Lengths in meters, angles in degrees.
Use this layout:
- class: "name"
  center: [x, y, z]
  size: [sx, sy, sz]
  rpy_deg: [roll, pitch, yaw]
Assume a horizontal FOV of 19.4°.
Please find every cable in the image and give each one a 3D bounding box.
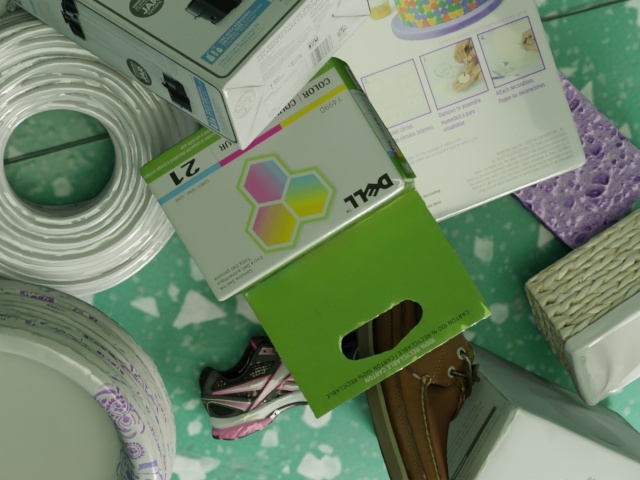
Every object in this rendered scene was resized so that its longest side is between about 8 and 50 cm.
- class: "cable"
  center: [-0.228, -0.076, 1.646]
  size: [0.257, 0.089, 0.257]
  rpy_deg: [-46, 110, -1]

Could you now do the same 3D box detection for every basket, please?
- class: "basket"
  center: [0.291, 0.058, 1.798]
  size: [0.167, 0.103, 0.113]
  rpy_deg: [-32, 144, -5]

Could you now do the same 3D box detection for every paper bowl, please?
- class: "paper bowl"
  center: [-0.267, 0.167, 1.638]
  size: [0.284, 0.148, 0.284]
  rpy_deg: [3, 117, 5]

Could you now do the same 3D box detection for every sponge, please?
- class: "sponge"
  center: [0.218, -0.090, 1.795]
  size: [0.210, 0.031, 0.117]
  rpy_deg: [41, 90, -21]

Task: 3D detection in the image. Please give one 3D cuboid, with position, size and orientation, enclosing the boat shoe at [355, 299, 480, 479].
- class: "boat shoe"
  center: [0.089, 0.111, 1.676]
  size: [0.104, 0.307, 0.110]
  rpy_deg: [-13, 149, 2]

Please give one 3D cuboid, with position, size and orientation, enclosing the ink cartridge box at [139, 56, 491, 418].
- class: "ink cartridge box"
  center: [0.000, 0.000, 1.567]
  size: [0.189, 0.097, 0.255]
  rpy_deg: [-32, 86, 8]

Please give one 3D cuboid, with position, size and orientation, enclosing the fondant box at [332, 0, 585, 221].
- class: "fondant box"
  center: [0.068, -0.182, 1.675]
  size: [0.238, 0.096, 0.330]
  rpy_deg: [-21, 101, -9]

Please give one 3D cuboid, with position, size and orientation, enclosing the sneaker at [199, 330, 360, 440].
- class: "sneaker"
  center: [-0.033, 0.119, 1.762]
  size: [0.178, 0.072, 0.077]
  rpy_deg: [-26, 99, -13]

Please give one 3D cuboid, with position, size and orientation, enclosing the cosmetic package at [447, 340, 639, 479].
- class: "cosmetic package"
  center: [0.204, 0.216, 1.765]
  size: [0.224, 0.224, 0.138]
  rpy_deg: [26, 99, -19]

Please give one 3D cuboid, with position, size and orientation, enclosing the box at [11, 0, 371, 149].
- class: "box"
  center: [-0.124, -0.219, 1.525]
  size: [0.169, 0.290, 0.087]
  rpy_deg: [-47, 152, -17]
